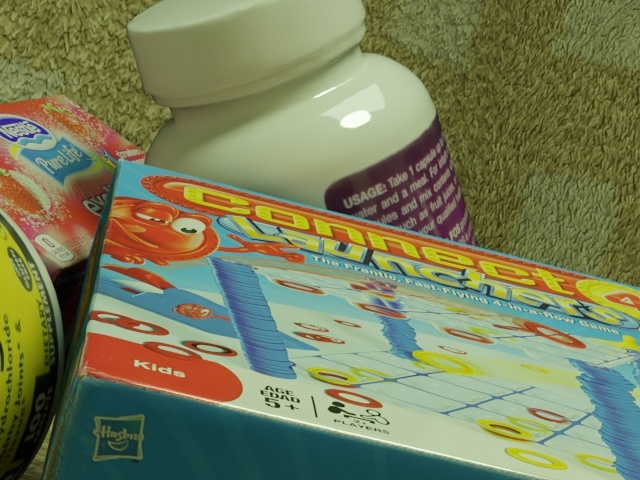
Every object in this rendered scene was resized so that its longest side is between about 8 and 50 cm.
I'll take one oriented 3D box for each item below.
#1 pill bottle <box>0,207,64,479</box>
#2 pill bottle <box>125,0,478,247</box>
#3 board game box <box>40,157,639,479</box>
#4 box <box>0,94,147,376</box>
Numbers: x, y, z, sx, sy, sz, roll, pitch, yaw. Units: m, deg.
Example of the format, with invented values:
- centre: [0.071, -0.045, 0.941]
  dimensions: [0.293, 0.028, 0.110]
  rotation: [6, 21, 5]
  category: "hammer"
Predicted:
- centre: [-0.226, 0.053, 0.605]
  dimensions: [0.188, 0.188, 0.334]
  rotation: [14, 1, 5]
  category: "pill bottle"
- centre: [0.000, 0.000, 0.890]
  dimensions: [0.169, 0.302, 0.169]
  rotation: [-16, 19, 6]
  category: "pill bottle"
- centre: [0.045, 0.074, 0.666]
  dimensions: [0.308, 0.086, 0.302]
  rotation: [14, 14, -9]
  category: "board game box"
- centre: [-0.175, 0.006, 0.904]
  dimensions: [0.128, 0.123, 0.257]
  rotation: [35, 15, 7]
  category: "box"
